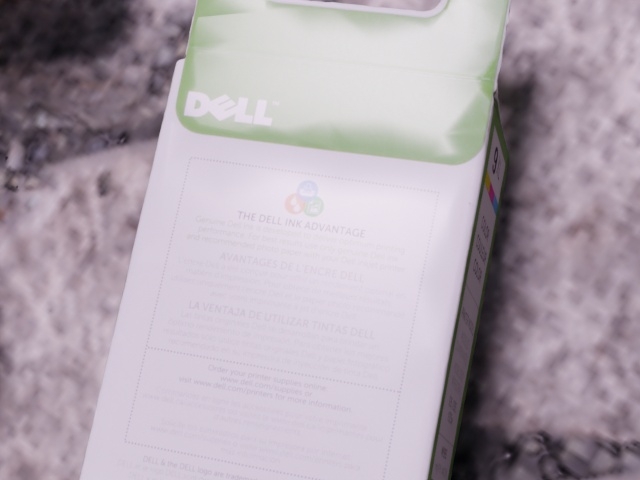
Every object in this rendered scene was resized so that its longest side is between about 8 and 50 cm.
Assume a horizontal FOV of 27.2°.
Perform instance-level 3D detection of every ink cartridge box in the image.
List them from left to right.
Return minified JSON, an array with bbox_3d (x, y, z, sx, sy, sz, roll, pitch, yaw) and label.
[{"bbox_3d":[0.000,0.000,0.443,0.109,0.062,0.209,8,78,14],"label":"ink cartridge box"}]
